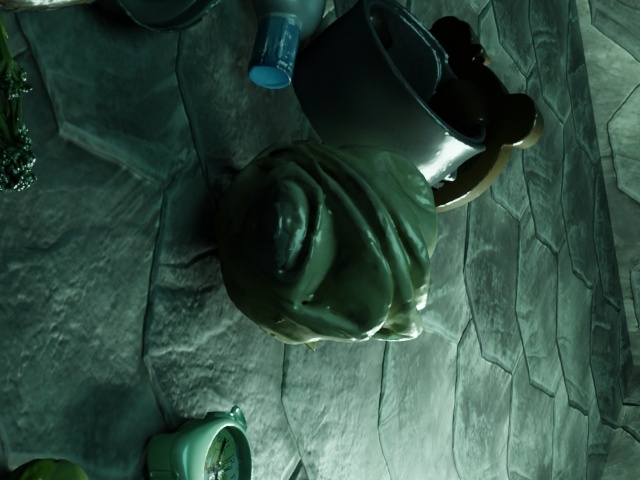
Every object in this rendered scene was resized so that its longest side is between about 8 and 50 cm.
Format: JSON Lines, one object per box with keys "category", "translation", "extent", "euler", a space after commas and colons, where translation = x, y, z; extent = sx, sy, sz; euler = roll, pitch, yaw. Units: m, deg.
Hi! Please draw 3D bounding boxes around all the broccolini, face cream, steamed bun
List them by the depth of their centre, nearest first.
{"category": "broccolini", "translation": [-0.310, -0.239, 1.139], "extent": [0.079, 0.074, 0.392], "euler": [-25, 113, -69]}
{"category": "steamed bun", "translation": [0.000, 0.000, 1.524], "extent": [0.207, 0.280, 0.268], "euler": [6, 84, -66]}
{"category": "face cream", "translation": [-0.041, -0.368, 1.693], "extent": [0.163, 0.080, 0.336], "euler": [47, 48, -55]}

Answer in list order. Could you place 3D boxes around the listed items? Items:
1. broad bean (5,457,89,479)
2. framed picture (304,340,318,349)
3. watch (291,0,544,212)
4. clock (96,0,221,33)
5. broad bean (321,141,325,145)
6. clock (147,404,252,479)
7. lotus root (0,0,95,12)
{"category": "broad bean", "translation": [-0.266, 0.296, 1.189], "extent": [0.124, 0.082, 0.174], "euler": [-25, 109, -64]}
{"category": "framed picture", "translation": [-0.010, 0.039, 1.757], "extent": [0.136, 0.010, 0.201], "euler": [46, 57, -43]}
{"category": "watch", "translation": [0.106, -0.217, 1.794], "extent": [0.327, 0.314, 0.335], "euler": [28, 35, -45]}
{"category": "clock", "translation": [-0.175, -0.373, 1.365], "extent": [0.280, 0.055, 0.280], "euler": [-37, 136, -47]}
{"category": "broad bean", "translation": [0.022, -0.011, 1.843], "extent": [0.060, 0.043, 0.297], "euler": [-29, 116, -73]}
{"category": "clock", "translation": [-0.136, 0.284, 1.480], "extent": [0.188, 0.060, 0.148], "euler": [-23, 108, -63]}
{"category": "lotus root", "translation": [-0.299, -0.284, 1.068], "extent": [0.329, 0.078, 0.167], "euler": [-19, 97, -45]}
